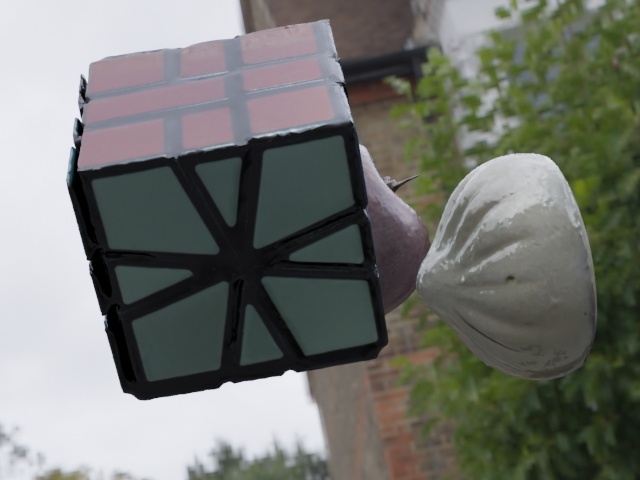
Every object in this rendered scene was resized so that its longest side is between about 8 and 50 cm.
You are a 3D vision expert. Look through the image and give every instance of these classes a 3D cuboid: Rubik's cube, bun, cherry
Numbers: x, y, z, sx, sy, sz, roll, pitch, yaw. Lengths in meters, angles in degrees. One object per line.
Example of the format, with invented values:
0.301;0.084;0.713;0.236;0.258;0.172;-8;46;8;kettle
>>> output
-0.095;-0.038;1.559;0.294;0.283;0.288;-7;-59;1;Rubik's cube
0.104;0.019;0.885;0.094;0.138;0.138;-8;-21;-9;bun
0.000;0.000;1.935;0.307;0.261;0.221;-39;-6;12;cherry
